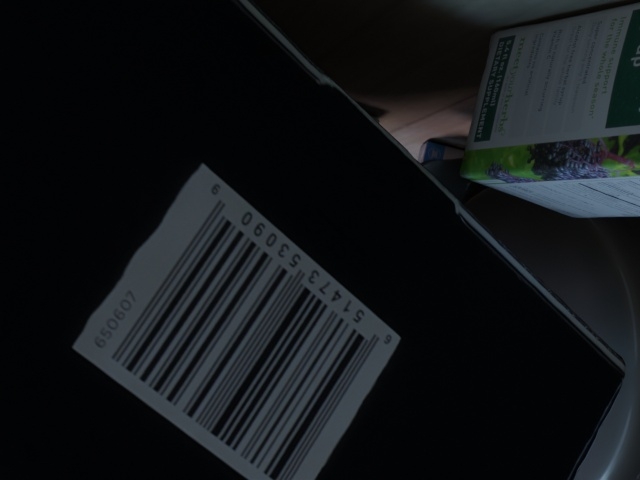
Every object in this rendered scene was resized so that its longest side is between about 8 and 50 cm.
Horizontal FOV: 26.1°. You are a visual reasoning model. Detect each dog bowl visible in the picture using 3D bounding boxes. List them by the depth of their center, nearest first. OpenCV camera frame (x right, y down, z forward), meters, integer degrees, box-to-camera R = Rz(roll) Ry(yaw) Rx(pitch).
[{"bbox_3d":[0.168,0.081,1.011,0.102,0.349,0.348,3,179,-33],"label":"dog bowl"}]

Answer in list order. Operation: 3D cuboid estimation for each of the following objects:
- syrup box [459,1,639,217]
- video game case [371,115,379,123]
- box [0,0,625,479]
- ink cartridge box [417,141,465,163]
[{"bbox_3d":[0.187,-0.069,0.733,0.096,0.093,0.237,18,171,-28],"label":"syrup box"},{"bbox_3d":[-0.063,-0.106,1.169,0.190,0.022,0.173,15,173,-12],"label":"video game case"},{"bbox_3d":[-0.153,0.049,0.925,0.480,0.297,0.471,41,162,-26],"label":"box"},{"bbox_3d":[0.122,-0.049,1.163,0.083,0.048,0.028,13,173,-7],"label":"ink cartridge box"}]
